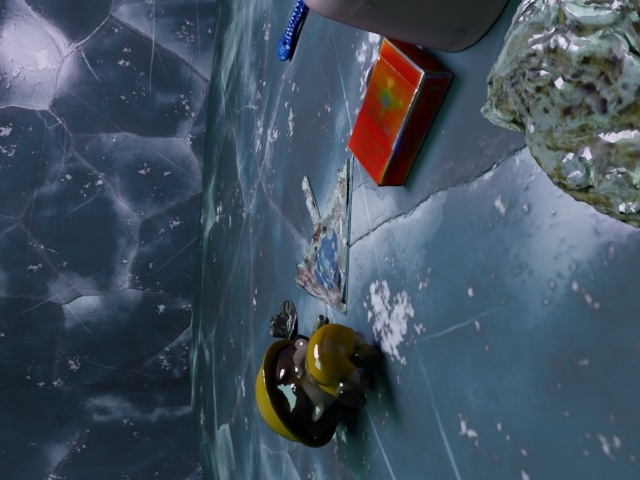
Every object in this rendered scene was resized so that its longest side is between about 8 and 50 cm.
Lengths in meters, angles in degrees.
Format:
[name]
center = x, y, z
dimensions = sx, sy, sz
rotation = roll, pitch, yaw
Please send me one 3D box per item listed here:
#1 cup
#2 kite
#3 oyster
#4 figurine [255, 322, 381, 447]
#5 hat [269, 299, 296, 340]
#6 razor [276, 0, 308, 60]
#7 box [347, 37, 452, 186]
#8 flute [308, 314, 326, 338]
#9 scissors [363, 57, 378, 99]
[cup]
center = 0.100, -0.325, 0.503
dimensions = 0.253, 0.201, 0.191
rotation = -156, 70, -66
[kite]
center = -0.001, 0.000, 0.975
dimensions = 0.406, 0.014, 0.368
rotation = 115, 149, -43
[oyster]
center = 0.219, -0.112, 0.335
dimensions = 0.267, 0.112, 0.198
rotation = -125, 20, -45
[figurine]
center = -0.016, 0.231, 0.793
dimensions = 0.192, 0.167, 0.256
rotation = -90, 20, -44
[hat]
center = -0.096, 0.205, 1.145
dimensions = 0.121, 0.051, 0.121
rotation = -175, 90, -70
[razor]
center = -0.045, -0.546, 1.099
dimensions = 0.056, 0.093, 0.324
rotation = -53, 0, -29
[box]
center = 0.104, -0.178, 0.667
dimensions = 0.112, 0.048, 0.175
rotation = 62, 145, 39
[flute]
center = -0.027, 0.240, 1.001
dimensions = 0.027, 0.027, 0.233
rotation = -113, 32, -46
[scissors]
center = 0.113, -0.300, 0.711
dimensions = 0.110, 0.021, 0.212
rotation = -116, 35, -46
